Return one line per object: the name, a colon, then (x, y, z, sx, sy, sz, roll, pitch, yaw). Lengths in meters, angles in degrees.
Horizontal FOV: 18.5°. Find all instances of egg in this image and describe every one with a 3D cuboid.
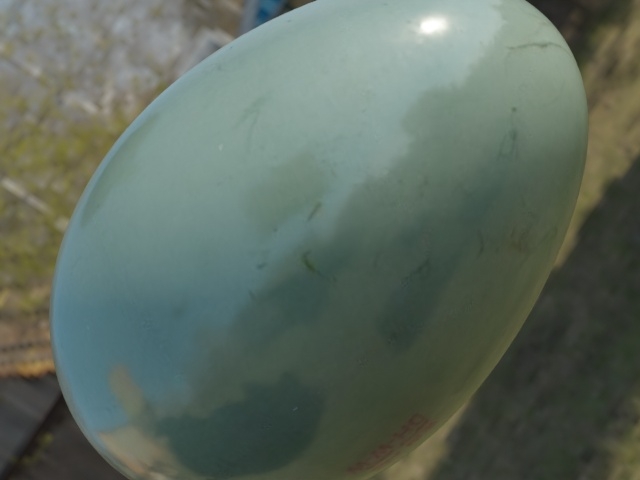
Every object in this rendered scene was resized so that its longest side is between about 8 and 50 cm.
egg: (0.000, 0.000, 0.825, 0.264, 0.183, 0.183, -46, 7, 13)
